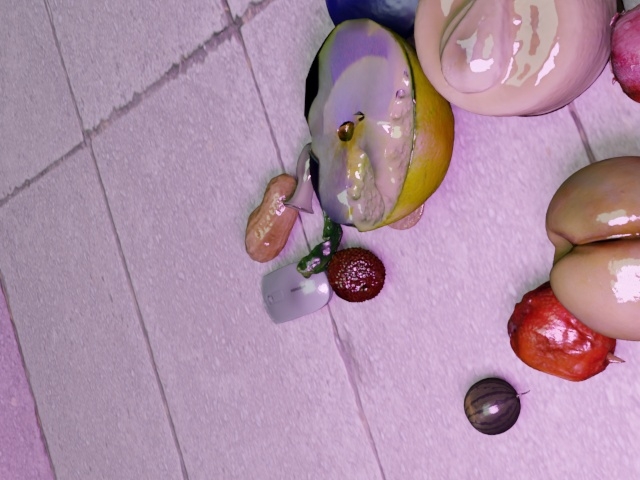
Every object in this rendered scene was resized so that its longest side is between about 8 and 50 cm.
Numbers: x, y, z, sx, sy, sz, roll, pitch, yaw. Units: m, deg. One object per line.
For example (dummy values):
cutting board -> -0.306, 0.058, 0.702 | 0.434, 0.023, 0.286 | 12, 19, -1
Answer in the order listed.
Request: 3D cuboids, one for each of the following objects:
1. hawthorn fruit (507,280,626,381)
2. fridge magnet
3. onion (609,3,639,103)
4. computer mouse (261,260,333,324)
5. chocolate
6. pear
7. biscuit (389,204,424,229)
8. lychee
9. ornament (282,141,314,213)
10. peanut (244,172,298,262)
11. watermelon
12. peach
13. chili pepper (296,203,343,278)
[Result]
hawthorn fruit -> 0.415, 0.160, 1.289 | 0.173, 0.173, 0.179 | -35, 73, 35
fridge magnet -> 0.122, -0.510, 1.459 | 0.265, 0.113, 0.265 | 6, 100, 37
onion -> 0.545, -0.293, 1.136 | 0.195, 0.159, 0.159 | -5, 92, 38
computer mouse -> -0.065, 0.118, 1.711 | 0.231, 0.079, 0.128 | -25, 78, 40
chocolate -> 0.309, -0.368, 1.223 | 0.314, 0.297, 0.326 | -12, 87, 33
pear -> 0.129, -0.217, 1.431 | 0.399, 0.165, 0.398 | 11, 103, 59
biscuit -> 0.165, -0.080, 1.541 | 0.120, 0.015, 0.120 | 6, 100, 37
lychee -> 0.072, 0.069, 1.570 | 0.129, 0.123, 0.123 | 51, 123, 32
ornament -> -0.026, -0.141, 1.629 | 0.081, 0.075, 0.156 | -176, 103, -74
peanut -> -0.112, -0.052, 1.710 | 0.108, 0.095, 0.226 | 41, 117, 31
watermelon -> 0.336, 0.308, 1.404 | 0.133, 0.105, 0.105 | -33, 75, 22
peach -> 0.496, 0.010, 1.148 | 0.292, 0.292, 0.247 | 54, 166, 19
chili pepper -> 0.007, 0.000, 1.625 | 0.073, 0.050, 0.182 | 18, 81, 7
